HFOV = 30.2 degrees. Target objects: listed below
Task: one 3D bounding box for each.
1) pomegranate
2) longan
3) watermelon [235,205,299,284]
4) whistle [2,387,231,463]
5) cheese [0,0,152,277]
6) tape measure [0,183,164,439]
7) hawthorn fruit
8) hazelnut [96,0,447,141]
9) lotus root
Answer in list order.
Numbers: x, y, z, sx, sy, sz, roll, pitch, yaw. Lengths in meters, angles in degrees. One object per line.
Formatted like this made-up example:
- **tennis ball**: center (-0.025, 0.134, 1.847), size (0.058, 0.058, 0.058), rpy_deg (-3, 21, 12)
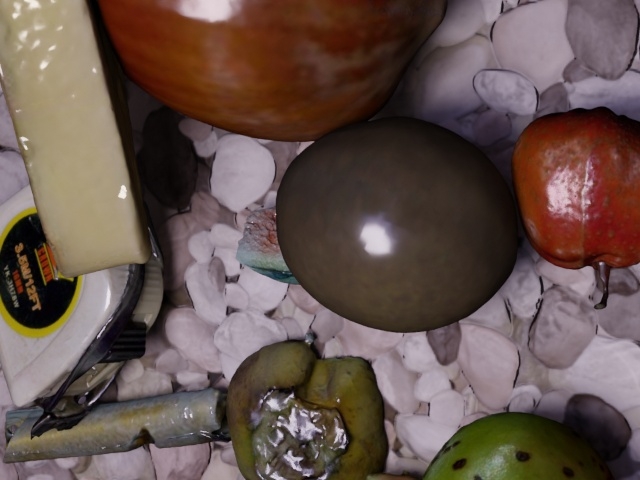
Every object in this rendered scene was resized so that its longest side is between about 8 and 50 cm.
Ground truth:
- **pomegranate**: center (0.181, 0.301, 1.198), size (0.286, 0.231, 0.231), rpy_deg (-37, 78, 51)
- **longan**: center (0.072, -0.014, 1.176), size (0.248, 0.248, 0.248), rpy_deg (2, 94, 23)
- **watermelon**: center (0.002, 0.009, 1.314), size (0.180, 0.081, 0.094), rpy_deg (13, 78, 5)
- **whistle**: center (-0.252, 0.226, 1.440), size (0.326, 0.057, 0.068), rpy_deg (-9, 78, 24)
- **cheese**: center (-0.272, -0.192, 1.269), size (0.104, 0.384, 0.383), rpy_deg (-12, 89, -4)
- **tape measure**: center (-0.275, 0.064, 1.388), size (0.231, 0.133, 0.271), rpy_deg (-29, 70, 29)
- **hawthorn fruit**: center (0.264, -0.030, 1.146), size (0.157, 0.157, 0.194), rpy_deg (-5, 86, 23)
- **hazelnut**: center (-0.060, -0.276, 1.189), size (0.366, 0.366, 0.365), rpy_deg (2, 94, 23)
- **lotus root**: center (-0.022, 0.210, 1.315), size (0.183, 0.078, 0.203), rpy_deg (-14, 88, 11)
